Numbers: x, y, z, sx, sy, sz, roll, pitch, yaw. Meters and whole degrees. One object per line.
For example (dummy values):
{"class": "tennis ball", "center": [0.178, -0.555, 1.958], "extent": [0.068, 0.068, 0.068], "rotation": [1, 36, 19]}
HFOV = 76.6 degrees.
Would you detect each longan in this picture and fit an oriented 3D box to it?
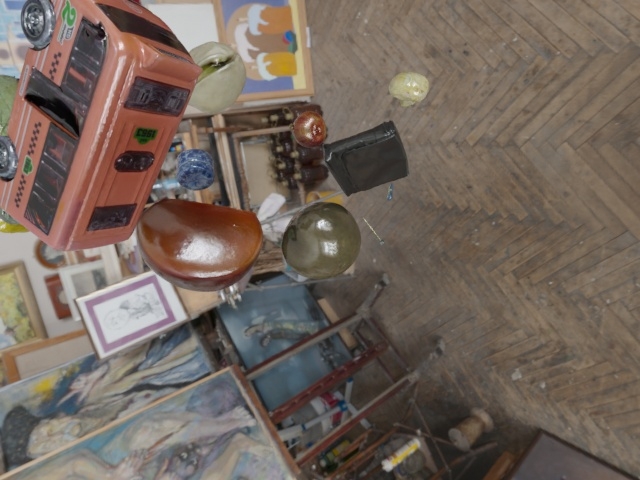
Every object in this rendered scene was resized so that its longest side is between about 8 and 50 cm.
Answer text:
{"class": "longan", "center": [0.000, 0.000, 1.165], "extent": [0.248, 0.249, 0.247], "rotation": [28, 126, 46]}

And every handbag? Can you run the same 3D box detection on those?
{"class": "handbag", "center": [0.140, -0.242, 1.210], "extent": [0.223, 0.247, 0.080], "rotation": [-18, 62, 14]}

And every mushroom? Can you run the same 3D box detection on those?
{"class": "mushroom", "center": [0.315, -0.540, 1.444], "extent": [0.148, 0.148, 0.112], "rotation": [36, 140, 41]}

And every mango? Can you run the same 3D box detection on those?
{"class": "mango", "center": [-0.844, -0.067, 1.131], "extent": [0.161, 0.076, 0.103], "rotation": [-104, 4, -71]}

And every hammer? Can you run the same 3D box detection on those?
{"class": "hammer", "center": [0.272, -0.051, 2.086], "extent": [0.017, 0.062, 0.182], "rotation": [-40, 76, 17]}

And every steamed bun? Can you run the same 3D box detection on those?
{"class": "steamed bun", "center": [-0.378, 0.032, 1.275], "extent": [0.235, 0.380, 0.247], "rotation": [133, 141, -63]}

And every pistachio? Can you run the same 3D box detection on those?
{"class": "pistachio", "center": [-0.355, -0.528, 1.312], "extent": [0.332, 0.226, 0.207], "rotation": [0, 122, 55]}

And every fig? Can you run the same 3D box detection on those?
{"class": "fig", "center": [-0.070, -0.602, 2.194], "extent": [0.205, 0.205, 0.204], "rotation": [28, 126, 46]}

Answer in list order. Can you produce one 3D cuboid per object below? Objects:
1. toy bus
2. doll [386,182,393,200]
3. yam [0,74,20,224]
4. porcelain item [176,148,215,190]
{"class": "toy bus", "center": [-0.395, -0.200, 0.719], "extent": [0.233, 0.203, 0.426], "rotation": [38, 112, 14]}
{"class": "doll", "center": [0.336, -0.235, 1.950], "extent": [0.027, 0.125, 0.037], "rotation": [21, 132, -4]}
{"class": "yam", "center": [-0.675, -0.198, 0.868], "extent": [0.202, 0.202, 0.271], "rotation": [1, 125, 22]}
{"class": "porcelain item", "center": [-0.498, -0.278, 1.619], "extent": [0.147, 0.148, 0.114], "rotation": [120, 144, -47]}
